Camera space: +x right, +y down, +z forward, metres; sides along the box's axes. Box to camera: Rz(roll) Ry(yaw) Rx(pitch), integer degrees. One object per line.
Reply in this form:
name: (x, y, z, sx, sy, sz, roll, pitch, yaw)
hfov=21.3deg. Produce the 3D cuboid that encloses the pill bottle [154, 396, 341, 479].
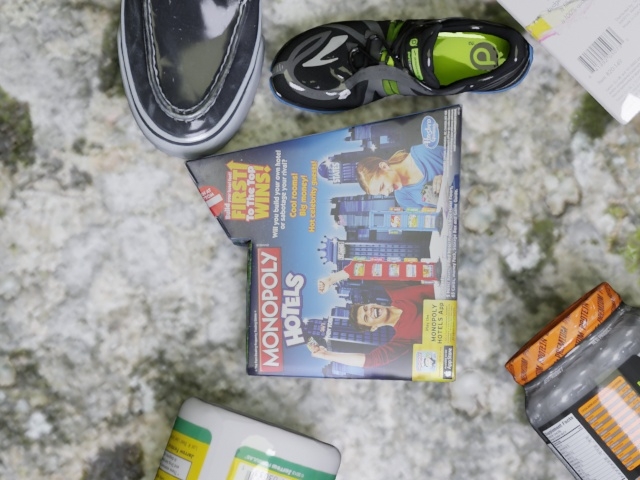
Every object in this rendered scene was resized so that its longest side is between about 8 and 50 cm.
pill bottle: (-0.072, 0.221, 1.147, 0.117, 0.117, 0.208, 19, 85, 2)

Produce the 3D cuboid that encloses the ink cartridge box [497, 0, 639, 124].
ink cartridge box: (0.186, -0.192, 1.192, 0.198, 0.067, 0.115, 46, 108, 3)

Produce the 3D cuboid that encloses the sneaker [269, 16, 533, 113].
sneaker: (0.057, -0.130, 1.198, 0.188, 0.078, 0.067, -4, 85, 0)

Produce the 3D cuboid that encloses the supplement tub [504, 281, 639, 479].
supplement tub: (0.220, 0.128, 1.155, 0.117, 0.117, 0.190, -39, 86, -3)

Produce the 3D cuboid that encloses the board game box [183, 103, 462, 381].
board game box: (0.000, 0.000, 1.196, 0.194, 0.060, 0.194, 2, 85, 2)

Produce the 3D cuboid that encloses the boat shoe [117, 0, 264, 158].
boat shoe: (-0.083, -0.211, 1.193, 0.108, 0.102, 0.301, 9, 85, 1)
